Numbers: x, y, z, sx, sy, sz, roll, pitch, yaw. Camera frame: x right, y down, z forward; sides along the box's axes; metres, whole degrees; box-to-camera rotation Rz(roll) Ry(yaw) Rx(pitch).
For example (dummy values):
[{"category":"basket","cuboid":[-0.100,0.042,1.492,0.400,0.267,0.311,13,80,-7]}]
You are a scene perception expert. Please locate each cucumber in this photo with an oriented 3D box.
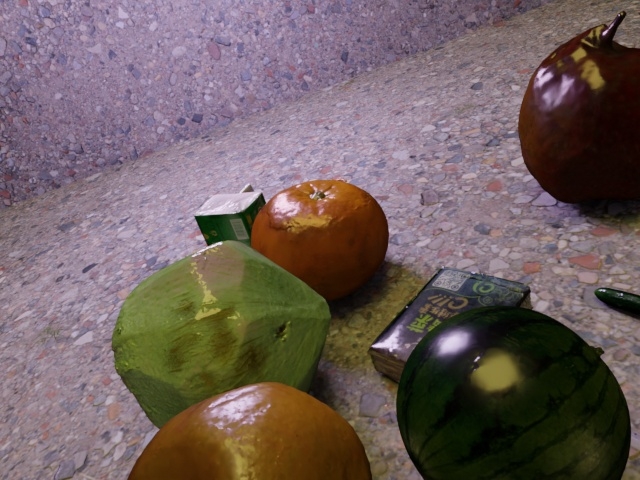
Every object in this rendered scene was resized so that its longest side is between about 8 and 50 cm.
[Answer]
[{"category":"cucumber","cuboid":[0.493,0.106,0.722,0.033,0.036,0.184,-24,28,-20]}]

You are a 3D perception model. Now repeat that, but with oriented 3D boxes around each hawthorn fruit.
[{"category":"hawthorn fruit","cuboid":[0.540,-0.230,0.978,0.308,0.325,0.308,-41,19,17]}]

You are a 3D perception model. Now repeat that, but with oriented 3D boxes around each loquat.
[{"category":"loquat","cuboid":[-0.073,0.307,0.538,0.276,0.276,0.283,-16,49,8]}]

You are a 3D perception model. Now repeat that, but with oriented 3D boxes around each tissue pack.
[{"category":"tissue pack","cuboid":[-0.168,-0.012,1.153,0.148,0.208,0.156,-4,32,28]},{"category":"tissue pack","cuboid":[0.214,0.143,0.797,0.174,0.073,0.235,12,44,44]}]

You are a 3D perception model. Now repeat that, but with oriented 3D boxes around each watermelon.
[{"category":"watermelon","cuboid":[0.210,0.193,0.552,0.243,0.242,0.242,-15,30,9]}]

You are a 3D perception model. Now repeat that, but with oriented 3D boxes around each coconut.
[{"category":"coconut","cuboid":[-0.136,0.157,0.770,0.329,0.327,0.281,-15,-5,10]}]

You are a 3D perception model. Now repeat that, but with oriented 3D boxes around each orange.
[{"category":"orange","cuboid":[0.000,0.000,1.007,0.284,0.225,0.283,-7,28,4]}]
